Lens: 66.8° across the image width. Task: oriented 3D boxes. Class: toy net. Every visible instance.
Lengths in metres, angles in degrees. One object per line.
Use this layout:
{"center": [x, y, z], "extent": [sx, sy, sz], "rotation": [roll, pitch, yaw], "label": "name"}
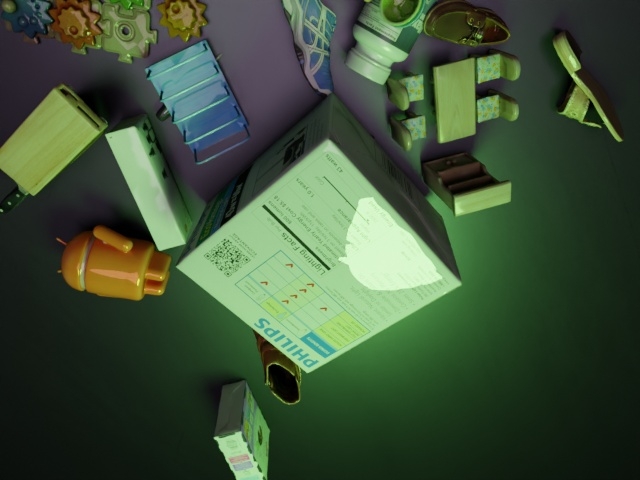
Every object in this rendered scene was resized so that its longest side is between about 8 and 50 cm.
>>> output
{"center": [0.091, -0.424, 0.736], "extent": [0.232, 0.045, 0.122], "rotation": [49, 120, 22], "label": "toy net"}

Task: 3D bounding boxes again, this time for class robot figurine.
{"center": [-0.422, 0.049, 0.989], "extent": [0.219, 0.158, 0.128], "rotation": [11, 76, -10], "label": "robot figurine"}

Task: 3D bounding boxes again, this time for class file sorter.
{"center": [-0.210, -0.239, 0.848], "extent": [0.118, 0.104, 0.170], "rotation": [-27, 120, -2], "label": "file sorter"}

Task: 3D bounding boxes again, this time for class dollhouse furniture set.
{"center": [0.254, -0.194, 0.873], "extent": [0.211, 0.161, 0.242], "rotation": [-16, 122, -5], "label": "dollhouse furniture set"}

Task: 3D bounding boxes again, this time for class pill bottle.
{"center": [0.117, -0.365, 0.819], "extent": [0.107, 0.108, 0.180], "rotation": [23, 115, -15], "label": "pill bottle"}

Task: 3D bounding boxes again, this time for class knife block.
{"center": [-0.487, -0.140, 0.827], "extent": [0.242, 0.275, 0.088], "rotation": [-49, 115, -12], "label": "knife block"}

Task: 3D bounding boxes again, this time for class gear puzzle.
{"center": [-0.359, -0.390, 0.806], "extent": [0.338, 0.044, 0.176], "rotation": [9, 117, -9], "label": "gear puzzle"}

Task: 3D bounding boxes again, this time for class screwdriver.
{"center": [-0.237, -0.278, 0.888], "extent": [0.169, 0.024, 0.025], "rotation": [-36, 85, 12], "label": "screwdriver"}

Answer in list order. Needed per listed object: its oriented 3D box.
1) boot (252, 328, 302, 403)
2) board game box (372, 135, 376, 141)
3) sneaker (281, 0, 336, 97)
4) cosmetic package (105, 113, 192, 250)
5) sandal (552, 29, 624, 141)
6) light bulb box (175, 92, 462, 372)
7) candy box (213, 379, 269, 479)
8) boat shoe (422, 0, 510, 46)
{"center": [-0.119, 0.192, 1.033], "extent": [0.108, 0.220, 0.284], "rotation": [-21, 117, 7], "label": "boot"}
{"center": [0.089, -0.106, 1.000], "extent": [0.126, 0.026, 0.186], "rotation": [-24, 117, 9], "label": "board game box"}
{"center": [-0.007, -0.351, 0.833], "extent": [0.081, 0.080, 0.211], "rotation": [-15, 119, 7], "label": "sneaker"}
{"center": [-0.319, -0.110, 0.928], "extent": [0.060, 0.099, 0.239], "rotation": [-14, 119, 4], "label": "cosmetic package"}
{"center": [0.484, -0.277, 0.925], "extent": [0.079, 0.088, 0.240], "rotation": [-23, 114, 44], "label": "sandal"}
{"center": [0.000, 0.000, 0.912], "extent": [0.361, 0.225, 0.358], "rotation": [-35, 115, 24], "label": "light bulb box"}
{"center": [-0.191, 0.483, 1.213], "extent": [0.070, 0.165, 0.197], "rotation": [-15, 118, 4], "label": "candy box"}
{"center": [0.251, -0.360, 0.815], "extent": [0.177, 0.060, 0.064], "rotation": [-10, 137, -31], "label": "boat shoe"}
